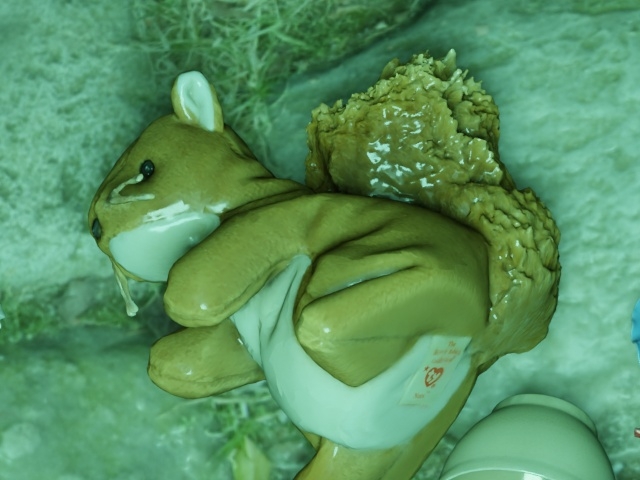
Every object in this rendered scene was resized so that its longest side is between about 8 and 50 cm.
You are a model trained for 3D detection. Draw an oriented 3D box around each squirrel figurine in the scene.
[{"bbox_3d":[0.000,0.000,1.583,0.397,0.281,0.370,-32,52,-25],"label":"squirrel figurine"}]

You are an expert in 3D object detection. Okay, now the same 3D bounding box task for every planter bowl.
[{"bbox_3d":[0.184,0.202,1.530,0.162,0.162,0.109,9,51,13],"label":"planter bowl"}]

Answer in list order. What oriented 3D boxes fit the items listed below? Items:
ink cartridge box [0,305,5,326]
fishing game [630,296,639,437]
[{"bbox_3d":[-0.340,0.061,1.721,0.048,0.028,0.083,-25,71,3],"label":"ink cartridge box"},{"bbox_3d":[0.362,0.077,1.524,0.189,0.041,0.264,10,47,14],"label":"fishing game"}]
